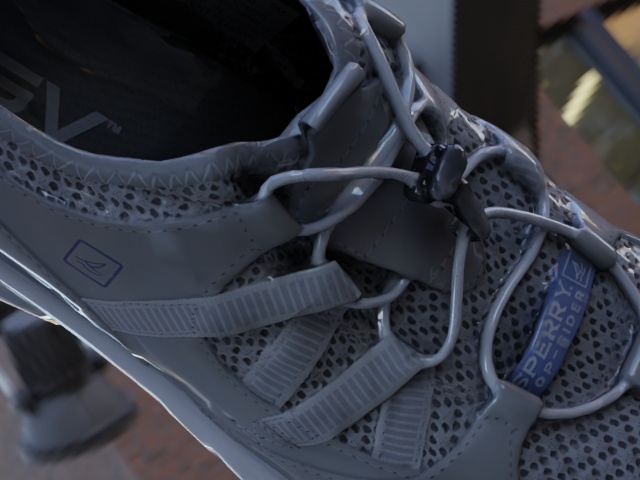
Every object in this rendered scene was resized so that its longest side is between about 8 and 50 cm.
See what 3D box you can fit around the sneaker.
[{"bbox_3d":[0.000,0.000,0.421,0.115,0.281,0.105,-43,25,63],"label":"sneaker"}]
